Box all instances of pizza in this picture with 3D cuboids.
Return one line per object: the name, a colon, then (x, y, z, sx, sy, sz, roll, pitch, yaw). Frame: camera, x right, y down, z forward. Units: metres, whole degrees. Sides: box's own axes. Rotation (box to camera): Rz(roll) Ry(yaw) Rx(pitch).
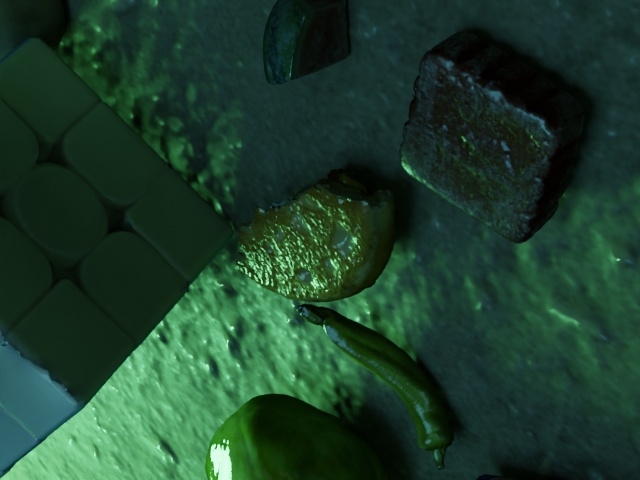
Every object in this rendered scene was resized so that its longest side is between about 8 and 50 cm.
pizza: (0.001, -0.002, 1.329, 0.127, 0.058, 0.246, 49, 145, 2)

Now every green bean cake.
green bean cake: (0.133, -0.081, 1.125, 0.135, 0.056, 0.135, 34, 140, 21)

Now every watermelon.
watermelon: (-0.012, -0.166, 1.201, 0.072, 0.092, 0.084, 1, 140, 1)

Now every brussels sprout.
brussels sprout: (-0.031, 0.260, 1.494, 0.223, 0.161, 0.223, 20, 127, 29)

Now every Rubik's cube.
Rubik's cube: (-0.322, 0.031, 1.450, 0.291, 0.291, 0.290, 44, 136, -8)

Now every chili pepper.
chili pepper: (0.065, 0.124, 1.372, 0.049, 0.043, 0.208, -39, 94, 21)

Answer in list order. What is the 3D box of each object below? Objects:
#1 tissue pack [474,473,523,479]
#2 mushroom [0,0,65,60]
tissue pack: (0.245, 0.329, 1.278, 0.270, 0.137, 0.209, 3, 123, 45)
mushroom: (-0.373, -0.224, 1.458, 0.173, 0.162, 0.236, 34, 142, 25)
